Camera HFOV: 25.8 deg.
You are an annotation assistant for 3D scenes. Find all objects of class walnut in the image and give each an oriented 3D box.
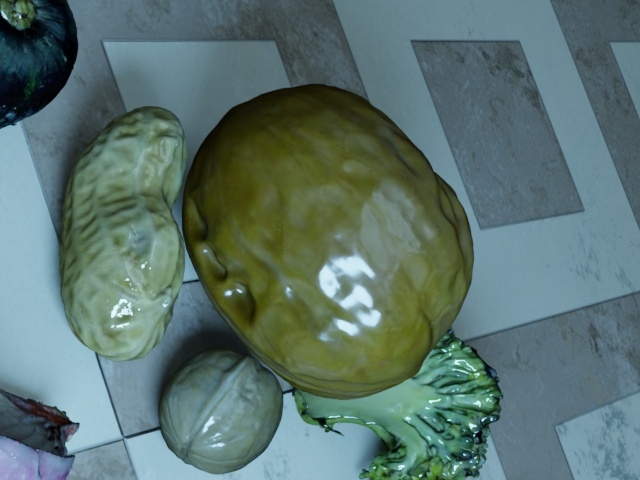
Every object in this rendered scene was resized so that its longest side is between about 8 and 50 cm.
[{"bbox_3d":[-0.116,0.198,1.624,0.140,0.140,0.162,49,51,-17],"label":"walnut"},{"bbox_3d":[0.000,0.000,1.690,0.308,0.354,0.398,-28,74,-29],"label":"walnut"}]

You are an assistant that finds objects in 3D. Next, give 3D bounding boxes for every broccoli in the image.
[{"bbox_3d":[0.103,0.244,1.860,0.180,0.273,0.242,87,-4,-55],"label":"broccoli"}]

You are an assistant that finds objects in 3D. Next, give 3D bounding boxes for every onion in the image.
[{"bbox_3d":[-0.360,0.207,1.332,0.159,0.267,0.348,-56,151,-3],"label":"onion"}]

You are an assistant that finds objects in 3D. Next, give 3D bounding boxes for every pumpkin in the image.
[{"bbox_3d":[-0.381,-0.235,1.552,0.233,0.163,0.233,23,56,-39],"label":"pumpkin"}]

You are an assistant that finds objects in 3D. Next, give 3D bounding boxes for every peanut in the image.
[{"bbox_3d":[-0.223,-0.017,1.613,0.140,0.153,0.325,29,57,-40],"label":"peanut"}]
